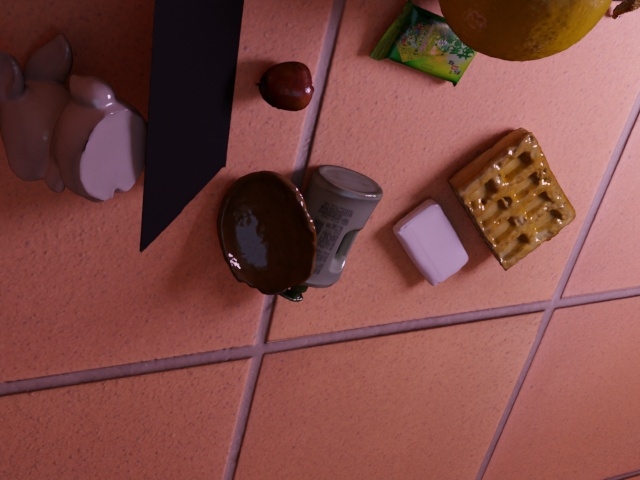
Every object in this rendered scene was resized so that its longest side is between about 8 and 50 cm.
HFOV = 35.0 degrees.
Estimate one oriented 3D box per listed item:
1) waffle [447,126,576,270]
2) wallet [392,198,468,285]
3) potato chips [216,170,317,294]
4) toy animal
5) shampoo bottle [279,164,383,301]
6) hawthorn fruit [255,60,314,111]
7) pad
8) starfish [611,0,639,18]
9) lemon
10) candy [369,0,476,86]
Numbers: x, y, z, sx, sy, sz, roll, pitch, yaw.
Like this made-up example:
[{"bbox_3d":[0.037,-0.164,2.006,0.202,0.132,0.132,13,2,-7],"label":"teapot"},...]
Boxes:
[{"bbox_3d":[0.338,-0.072,1.779,0.168,0.057,0.274,-39,136,2],"label":"waffle"},{"bbox_3d":[0.196,0.006,1.776,0.095,0.033,0.190,-37,135,3],"label":"wallet"},{"bbox_3d":[-0.080,-0.013,1.547,0.150,0.049,0.202,-11,110,15],"label":"potato chips"},{"bbox_3d":[-0.309,-0.144,1.230,0.127,0.193,0.178,-37,150,-37],"label":"toy animal"},{"bbox_3d":[0.000,0.000,1.611,0.118,0.087,0.234,11,120,-29],"label":"shampoo bottle"},{"bbox_3d":[-0.047,-0.215,1.421,0.077,0.077,0.077,-17,132,-19],"label":"hawthorn fruit"},{"bbox_3d":[-0.161,-0.192,1.299,0.247,0.007,0.367,-53,158,-51],"label":"pad"},{"bbox_3d":[0.480,-0.446,1.469,0.347,0.078,0.358,-32,150,31],"label":"starfish"},{"bbox_3d":[0.274,-0.353,1.390,0.240,0.240,0.219,-4,147,-29],"label":"lemon"},{"bbox_3d":[0.165,-0.291,1.510,0.178,0.032,0.102,12,119,-37],"label":"candy"}]
